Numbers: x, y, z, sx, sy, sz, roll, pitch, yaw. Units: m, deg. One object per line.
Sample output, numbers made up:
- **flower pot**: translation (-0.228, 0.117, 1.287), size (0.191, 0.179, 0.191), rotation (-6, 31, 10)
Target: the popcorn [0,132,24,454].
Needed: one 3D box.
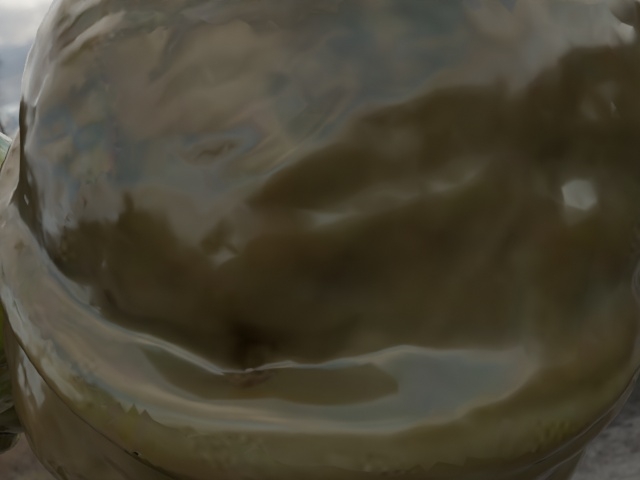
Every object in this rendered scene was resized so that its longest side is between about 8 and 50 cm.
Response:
- **popcorn**: translation (-0.236, 0.024, 0.674), size (0.276, 0.226, 0.276), rotation (21, 7, -3)

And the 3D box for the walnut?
- **walnut**: translation (0.000, 0.000, 0.471), size (0.285, 0.296, 0.285), rotation (9, 38, -7)
